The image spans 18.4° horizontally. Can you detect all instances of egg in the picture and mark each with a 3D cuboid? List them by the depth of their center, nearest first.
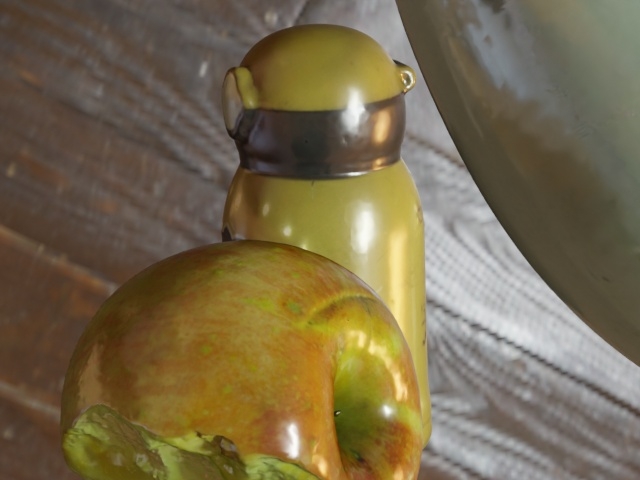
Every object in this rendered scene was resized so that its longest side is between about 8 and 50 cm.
[{"bbox_3d":[0.162,-0.084,0.839,0.230,0.230,0.371,-36,92,11],"label":"egg"}]

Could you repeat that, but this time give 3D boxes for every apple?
[{"bbox_3d":[-0.058,0.124,1.338,0.226,0.246,0.246,-9,111,33],"label":"apple"}]

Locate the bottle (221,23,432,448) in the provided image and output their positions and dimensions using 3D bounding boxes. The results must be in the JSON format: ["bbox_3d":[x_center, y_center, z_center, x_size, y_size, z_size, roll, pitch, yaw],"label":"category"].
[{"bbox_3d":[0.000,0.000,1.605,0.171,0.171,0.351,-3,103,1],"label":"bottle"}]
